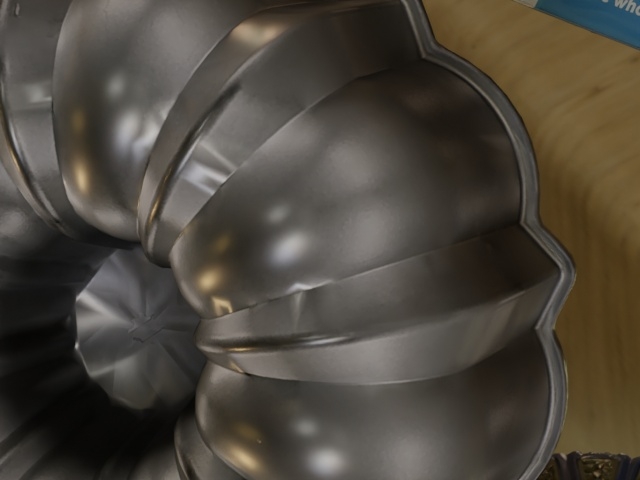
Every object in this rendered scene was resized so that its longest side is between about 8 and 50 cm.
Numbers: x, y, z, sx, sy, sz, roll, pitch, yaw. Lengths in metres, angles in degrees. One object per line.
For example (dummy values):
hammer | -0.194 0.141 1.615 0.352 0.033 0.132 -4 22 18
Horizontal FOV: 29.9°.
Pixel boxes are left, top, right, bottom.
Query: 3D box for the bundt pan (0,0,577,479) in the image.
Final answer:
bundt pan | -0.074 0.035 0.469 0.331 0.330 0.124 65 -159 4

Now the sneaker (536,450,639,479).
sneaker | 0.092 0.192 0.622 0.112 0.296 0.131 -35 -67 -57

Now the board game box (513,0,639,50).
board game box | 0.218 -0.273 0.665 0.253 0.336 0.079 17 -165 -15
